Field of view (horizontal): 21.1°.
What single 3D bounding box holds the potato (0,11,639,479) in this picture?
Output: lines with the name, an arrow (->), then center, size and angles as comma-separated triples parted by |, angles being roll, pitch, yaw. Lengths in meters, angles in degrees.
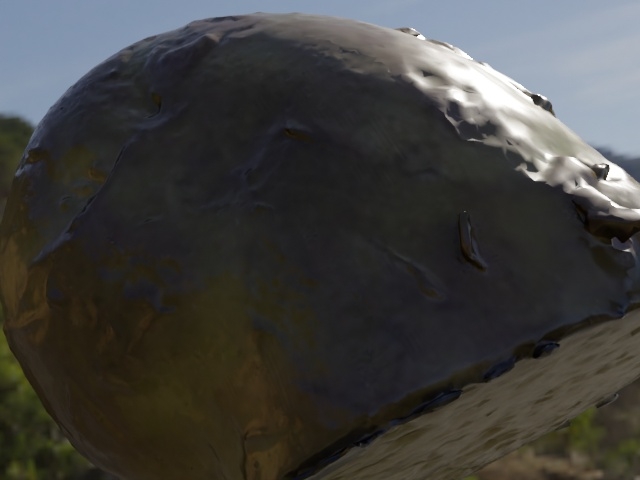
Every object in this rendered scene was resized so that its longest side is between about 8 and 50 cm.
potato -> 0.000, 0.000, 0.797 | 0.289, 0.237, 0.301 | -20, -18, -25
